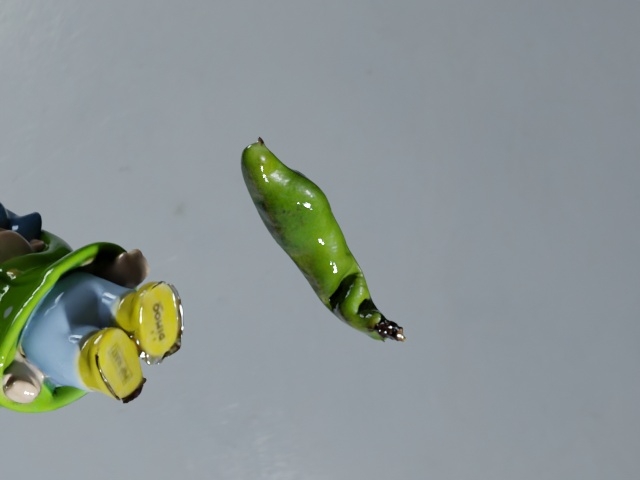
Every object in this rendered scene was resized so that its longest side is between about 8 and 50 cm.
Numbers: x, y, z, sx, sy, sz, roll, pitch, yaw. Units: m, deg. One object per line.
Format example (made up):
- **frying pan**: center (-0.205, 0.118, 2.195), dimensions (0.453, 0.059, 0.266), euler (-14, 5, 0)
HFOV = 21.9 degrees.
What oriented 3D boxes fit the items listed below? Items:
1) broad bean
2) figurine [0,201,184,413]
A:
- **broad bean**: center (-0.002, 0.003, 1.288), dimensions (0.046, 0.061, 0.195), euler (-42, 102, -29)
- **figurine**: center (-0.206, 0.046, 1.065), dimensions (0.162, 0.263, 0.143), euler (-55, 136, -28)
